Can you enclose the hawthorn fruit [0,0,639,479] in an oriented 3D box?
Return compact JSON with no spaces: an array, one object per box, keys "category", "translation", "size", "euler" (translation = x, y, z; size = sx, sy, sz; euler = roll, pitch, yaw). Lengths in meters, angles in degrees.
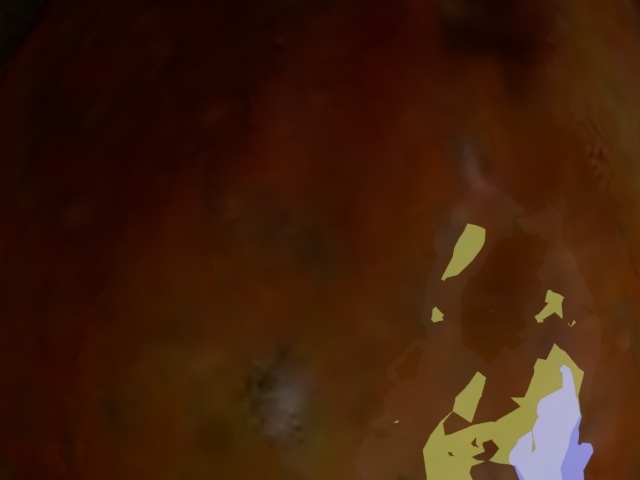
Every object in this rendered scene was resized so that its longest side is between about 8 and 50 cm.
[{"category":"hawthorn fruit","translation":[0.000,0.000,0.393],"size":[0.210,0.210,0.262],"euler":[-28,129,-32]}]
